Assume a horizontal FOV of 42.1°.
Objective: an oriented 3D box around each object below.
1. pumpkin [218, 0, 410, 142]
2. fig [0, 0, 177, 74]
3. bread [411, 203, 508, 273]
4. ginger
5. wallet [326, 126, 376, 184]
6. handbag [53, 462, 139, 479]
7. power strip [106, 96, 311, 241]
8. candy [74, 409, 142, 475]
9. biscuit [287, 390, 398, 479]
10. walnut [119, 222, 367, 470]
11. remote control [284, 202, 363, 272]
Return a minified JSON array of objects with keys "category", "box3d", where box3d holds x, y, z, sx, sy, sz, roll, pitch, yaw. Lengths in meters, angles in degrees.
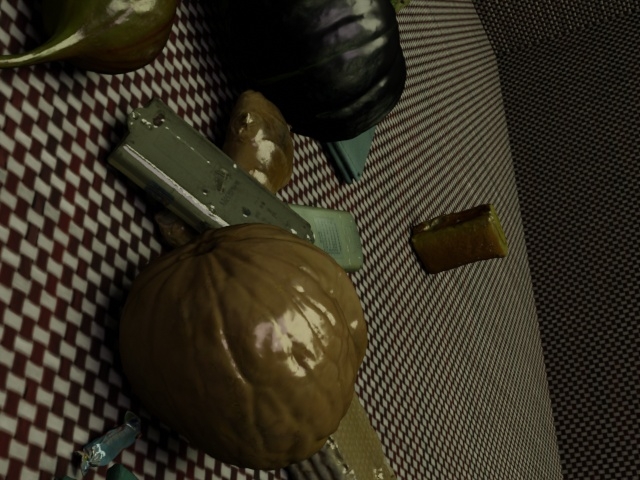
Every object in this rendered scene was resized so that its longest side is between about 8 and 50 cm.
[{"category":"pumpkin","box3d":[0.022,-0.282,1.096,0.296,0.296,0.295,48,34,-49]},{"category":"fig","box3d":[-0.215,-0.186,0.714,0.236,0.124,0.124,-50,123,-50]},{"category":"bread","box3d":[0.285,-0.003,1.704,0.132,0.172,0.103,55,27,-38]},{"category":"ginger","box3d":[-0.098,-0.075,0.955,0.294,0.086,0.131,-60,147,-55]},{"category":"wallet","box3d":[0.025,-0.273,1.415,0.251,0.054,0.290,56,33,-31]},{"category":"handbag","box3d":[-0.116,0.339,0.612,0.268,0.100,0.274,56,29,-38]},{"category":"power strip","box3d":[-0.095,-0.037,0.855,0.268,0.034,0.092,39,45,-20]},{"category":"candy","box3d":[-0.174,0.166,0.689,0.083,0.020,0.030,-21,95,-66]},{"category":"biscuit","box3d":[0.059,0.340,1.063,0.144,0.079,0.426,-71,141,-57]},{"category":"walnut","box3d":[-0.065,0.097,0.756,0.228,0.228,0.228,48,34,-49]},{"category":"remote control","box3d":[0.000,0.000,1.195,0.233,0.038,0.098,3,73,-66]}]
